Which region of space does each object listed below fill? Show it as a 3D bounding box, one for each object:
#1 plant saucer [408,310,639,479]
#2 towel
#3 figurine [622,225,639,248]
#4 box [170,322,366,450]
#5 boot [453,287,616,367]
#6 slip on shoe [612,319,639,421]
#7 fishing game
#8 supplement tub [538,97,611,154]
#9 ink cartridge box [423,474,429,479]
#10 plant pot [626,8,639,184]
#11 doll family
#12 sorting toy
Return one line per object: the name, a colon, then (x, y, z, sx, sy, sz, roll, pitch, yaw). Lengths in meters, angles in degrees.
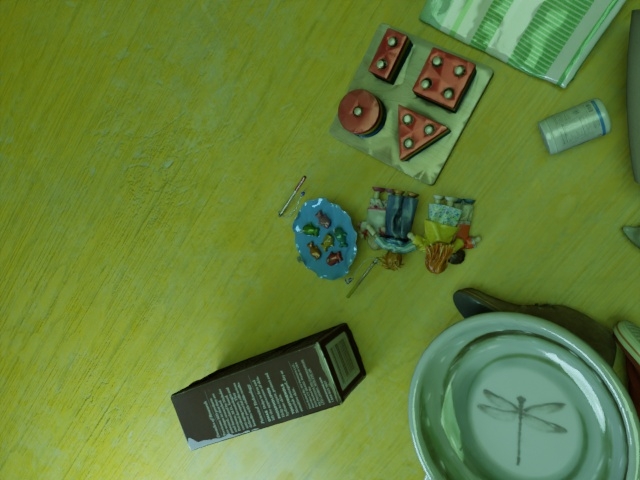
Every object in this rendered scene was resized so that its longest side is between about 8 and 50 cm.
plant saucer: (0.353, 0.327, 0.918, 0.401, 0.101, 0.400, -5, 83, 41)
towel: (0.378, -0.461, 0.951, 0.325, 0.038, 0.247, 34, 119, 14)
figurine: (0.668, 0.023, 0.885, 0.215, 0.092, 0.209, -26, 76, 21)
box: (-0.112, 0.320, 1.131, 0.382, 0.191, 0.143, -22, 86, 21)
boot: (0.407, 0.163, 0.992, 0.305, 0.112, 0.115, 30, 65, 24)
slip on shoe: (0.589, 0.296, 0.903, 0.101, 0.123, 0.331, -25, 96, 30)
fishing game: (0.000, 0.000, 1.116, 0.264, 0.041, 0.189, 52, 132, 16)
supplement tub: (0.466, -0.209, 0.944, 0.107, 0.071, 0.070, -22, 86, 21)
ink cartridge box: (0.342, 0.551, 1.012, 0.296, 0.066, 0.261, 23, 101, 30)
plant pot: (0.605, -0.217, 0.818, 0.257, 0.256, 0.273, 11, 113, 20)
doll family: (0.186, -0.015, 1.035, 0.263, 0.118, 0.163, 10, 97, 19)
sorting toy: (0.169, -0.281, 1.040, 0.257, 0.089, 0.255, 30, 103, 16)
